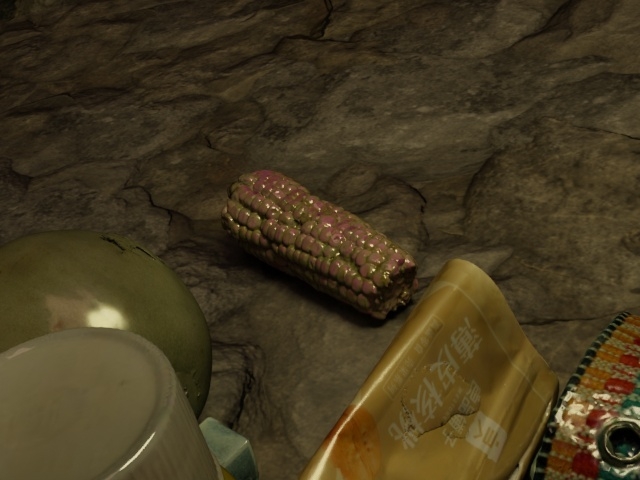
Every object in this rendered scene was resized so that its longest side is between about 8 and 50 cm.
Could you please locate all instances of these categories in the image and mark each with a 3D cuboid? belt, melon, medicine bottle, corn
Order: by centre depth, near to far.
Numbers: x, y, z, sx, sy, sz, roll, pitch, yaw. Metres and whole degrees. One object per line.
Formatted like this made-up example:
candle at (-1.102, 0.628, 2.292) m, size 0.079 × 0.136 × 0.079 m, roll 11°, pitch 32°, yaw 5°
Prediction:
medicine bottle at (-0.145, 0.269, 0.806) m, size 0.224 × 0.384 × 0.224 m, roll -10°, pitch 35°, yaw 7°
belt at (0.282, 0.179, 0.940) m, size 0.161 × 0.206 × 0.295 m, roll 11°, pitch 40°, yaw 30°
melon at (-0.260, 0.122, 1.171) m, size 0.330 × 0.268 × 0.268 m, roll 21°, pitch 47°, yaw 42°
corn at (-0.001, -0.001, 1.395) m, size 0.127 × 0.126 × 0.335 m, roll -35°, pitch 40°, yaw -28°

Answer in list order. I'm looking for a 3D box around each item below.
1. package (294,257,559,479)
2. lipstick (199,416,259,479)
package at (0.106, 0.207, 0.952) m, size 0.165 × 0.221 × 0.311 m, roll 22°, pitch 51°, yaw 23°
lipstick at (-0.180, 0.295, 1.058) m, size 0.076 × 0.077 × 0.290 m, roll 22°, pitch 46°, yaw 37°
